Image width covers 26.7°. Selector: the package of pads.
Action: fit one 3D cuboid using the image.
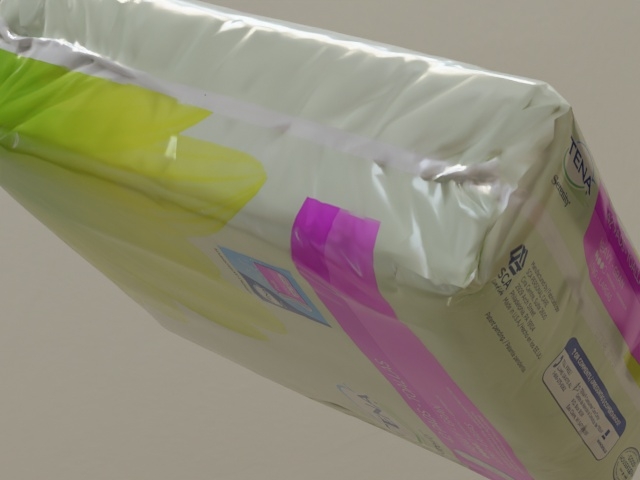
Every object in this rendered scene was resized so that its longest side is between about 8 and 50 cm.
[{"bbox_3d":[0.000,0.000,0.601,0.296,0.229,0.101,20,-108,35],"label":"package of pads"}]
